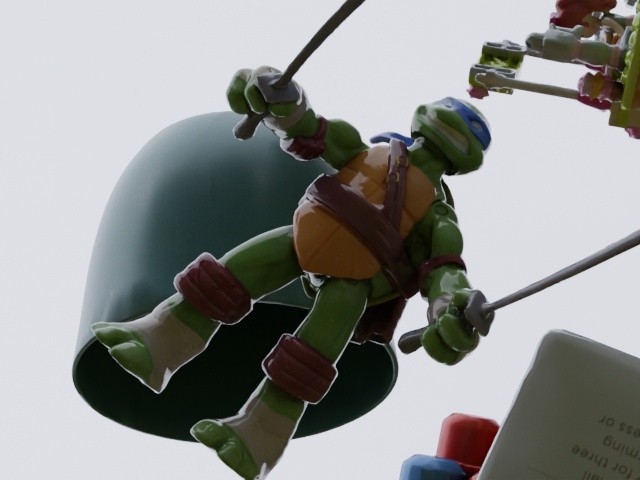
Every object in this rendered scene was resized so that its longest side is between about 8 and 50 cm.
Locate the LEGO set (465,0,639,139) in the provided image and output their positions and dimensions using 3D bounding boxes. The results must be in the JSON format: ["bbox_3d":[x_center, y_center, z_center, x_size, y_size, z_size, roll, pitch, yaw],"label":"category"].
[{"bbox_3d":[0.130,-0.116,0.877,0.107,0.287,0.132,11,-93,8],"label":"LEGO set"}]

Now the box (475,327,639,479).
[{"bbox_3d":[0.066,0.124,0.383,0.170,0.091,0.130,-65,-24,-7],"label":"box"}]

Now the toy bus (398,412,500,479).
[{"bbox_3d":[0.074,0.177,0.673,0.149,0.220,0.211,19,-95,-60],"label":"toy bus"}]

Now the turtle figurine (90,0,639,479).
[{"bbox_3d":[0.000,0.000,1.049,0.198,0.275,0.266,44,-94,-17],"label":"turtle figurine"}]

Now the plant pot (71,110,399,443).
[{"bbox_3d":[-0.078,0.024,1.673,0.293,0.293,0.235,20,-127,-31],"label":"plant pot"}]
